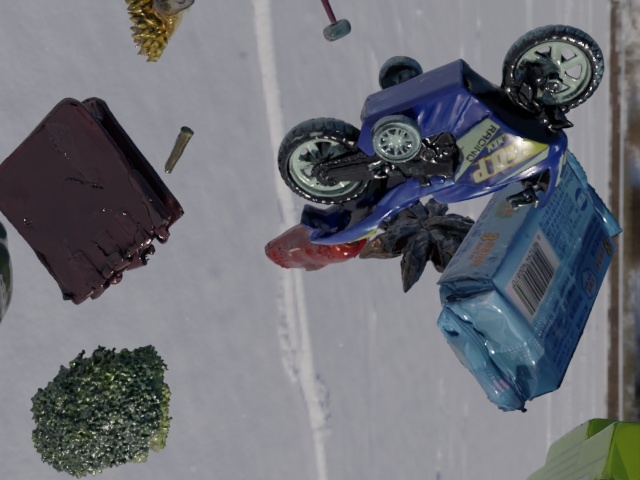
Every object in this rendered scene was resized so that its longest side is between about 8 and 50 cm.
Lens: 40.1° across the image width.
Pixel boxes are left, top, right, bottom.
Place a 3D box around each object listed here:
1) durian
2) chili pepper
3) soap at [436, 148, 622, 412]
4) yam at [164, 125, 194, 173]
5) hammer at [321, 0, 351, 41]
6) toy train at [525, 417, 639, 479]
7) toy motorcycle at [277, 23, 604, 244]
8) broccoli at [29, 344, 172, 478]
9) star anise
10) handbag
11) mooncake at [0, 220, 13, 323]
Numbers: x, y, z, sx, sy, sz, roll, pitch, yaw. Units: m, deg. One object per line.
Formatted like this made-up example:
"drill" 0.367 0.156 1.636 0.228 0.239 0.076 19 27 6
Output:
"durian" -0.343 -0.484 1.857 0.305 0.186 0.195 -99 -160 -44
"chili pepper" 0.000 0.000 1.756 0.110 0.388 0.110 7 77 -31
"soap" 0.223 0.033 0.925 0.156 0.077 0.293 55 48 -19
"yam" -0.325 -0.203 1.974 0.129 0.033 0.027 -52 -149 35
"hammer" 0.020 -0.399 1.566 0.031 0.053 0.083 -112 176 -64
"toy train" 0.302 0.341 0.943 0.442 0.179 0.272 93 17 -67
"toy motorcycle" 0.111 -0.078 0.795 0.169 0.315 0.113 55 28 -33
"broccoli" -0.444 0.375 1.872 0.375 0.249 0.302 -51 157 23
"star anise" 0.187 -0.012 1.425 0.230 0.263 0.081 52 -34 45
"handbag" -0.293 -0.049 1.103 0.216 0.203 0.074 51 28 4
"mooncake" -0.719 0.059 1.545 0.351 0.351 0.187 -71 180 -48
